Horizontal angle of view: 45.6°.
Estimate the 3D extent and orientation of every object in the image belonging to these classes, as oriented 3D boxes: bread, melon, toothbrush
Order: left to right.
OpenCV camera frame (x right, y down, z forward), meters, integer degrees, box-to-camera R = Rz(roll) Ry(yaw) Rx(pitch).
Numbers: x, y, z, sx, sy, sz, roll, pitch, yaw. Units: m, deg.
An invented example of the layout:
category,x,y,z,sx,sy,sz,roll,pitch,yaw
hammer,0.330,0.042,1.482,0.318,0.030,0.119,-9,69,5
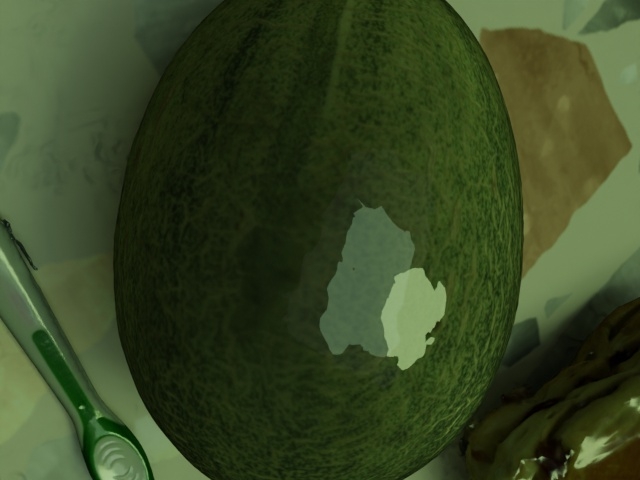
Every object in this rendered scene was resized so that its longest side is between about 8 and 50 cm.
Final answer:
category,x,y,z,sx,sy,sz,roll,pitch,yaw
toothbrush,-0.152,0.155,0.554,0.042,0.040,0.418,-29,117,-15
melon,0.000,0.000,0.472,0.249,0.248,0.329,1,102,-29
bread,0.297,0.210,0.741,0.324,0.167,0.277,-26,117,-9
